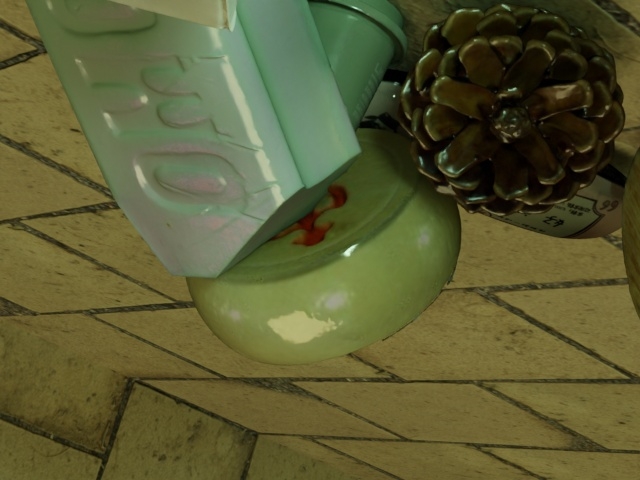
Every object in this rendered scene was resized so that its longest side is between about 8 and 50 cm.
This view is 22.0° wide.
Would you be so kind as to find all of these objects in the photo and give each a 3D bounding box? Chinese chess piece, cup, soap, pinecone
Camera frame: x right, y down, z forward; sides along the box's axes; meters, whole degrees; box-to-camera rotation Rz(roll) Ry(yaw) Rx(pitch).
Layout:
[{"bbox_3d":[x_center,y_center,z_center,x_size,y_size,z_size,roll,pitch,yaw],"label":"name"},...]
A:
[{"bbox_3d":[0.000,0.000,1.459,0.251,0.251,0.097,3,131,37],"label":"Chinese chess piece"},{"bbox_3d":[0.005,-0.140,1.422,0.120,0.141,0.120,17,165,5],"label":"cup"},{"bbox_3d":[-0.104,-0.139,1.302,0.208,0.115,0.347,4,125,40],"label":"soap"},{"bbox_3d":[0.153,-0.109,1.336,0.186,0.168,0.212,-2,172,12],"label":"pinecone"}]

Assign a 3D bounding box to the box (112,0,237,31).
[{"bbox_3d":[-0.161,-0.276,1.049,0.274,0.203,0.116,15,164,5],"label":"box"}]

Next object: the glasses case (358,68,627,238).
[{"bbox_3d":[0.154,-0.079,1.571,0.314,0.075,0.122,23,156,-16],"label":"glasses case"}]

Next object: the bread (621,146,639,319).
[{"bbox_3d":[0.342,0.010,1.418,0.040,0.267,0.267,-9,171,-20],"label":"bread"}]
